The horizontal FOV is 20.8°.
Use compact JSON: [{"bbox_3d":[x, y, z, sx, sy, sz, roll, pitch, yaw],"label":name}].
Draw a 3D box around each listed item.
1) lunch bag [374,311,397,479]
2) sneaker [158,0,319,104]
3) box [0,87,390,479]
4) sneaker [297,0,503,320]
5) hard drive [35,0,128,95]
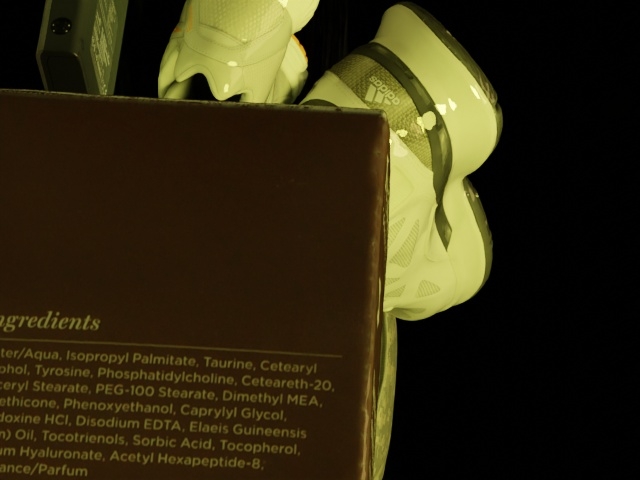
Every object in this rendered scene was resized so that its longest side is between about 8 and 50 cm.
[{"bbox_3d":[-0.002,0.173,1.856,0.235,0.169,0.287,77,12,-80],"label":"lunch bag"},{"bbox_3d":[-0.072,-0.111,1.201,0.121,0.099,0.262,-61,175,-15],"label":"sneaker"},{"bbox_3d":[-0.059,0.066,0.729,0.168,0.167,0.203,85,9,-68],"label":"box"},{"bbox_3d":[-0.001,-0.001,1.425,0.169,0.257,0.447,48,-13,19],"label":"sneaker"},{"bbox_3d":[-0.113,-0.121,0.862,0.094,0.022,0.135,87,7,-61],"label":"hard drive"}]
